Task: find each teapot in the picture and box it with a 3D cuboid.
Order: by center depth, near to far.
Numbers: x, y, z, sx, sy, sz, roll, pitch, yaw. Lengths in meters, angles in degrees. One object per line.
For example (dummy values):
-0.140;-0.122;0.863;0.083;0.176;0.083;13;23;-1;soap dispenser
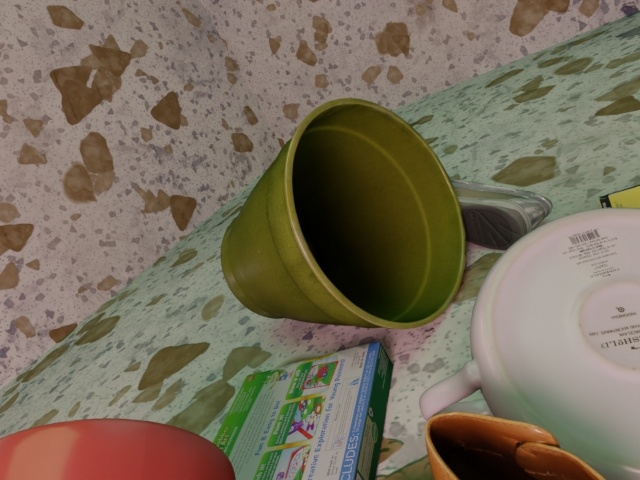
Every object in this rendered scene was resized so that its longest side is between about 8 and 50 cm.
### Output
0.254;0.110;0.427;0.256;0.187;0.252;26;72;33;teapot

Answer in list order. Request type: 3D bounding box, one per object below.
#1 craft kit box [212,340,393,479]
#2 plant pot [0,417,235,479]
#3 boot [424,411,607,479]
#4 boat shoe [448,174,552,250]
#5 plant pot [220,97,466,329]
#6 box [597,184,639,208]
-0.036;0.260;0.646;0.247;0.061;0.250;-18;23;24;craft kit box
-0.196;0.327;0.393;0.275;0.275;0.243;-27;39;7;plant pot
0.114;0.199;0.348;0.104;0.211;0.295;-40;22;-28;boot
0.275;-0.064;0.927;0.103;0.118;0.320;-31;23;-22;boat shoe
0.000;0.000;0.868;0.353;0.366;0.366;-26;16;49;plant pot
0.500;-0.069;0.628;0.232;0.058;0.087;-20;-6;39;box
